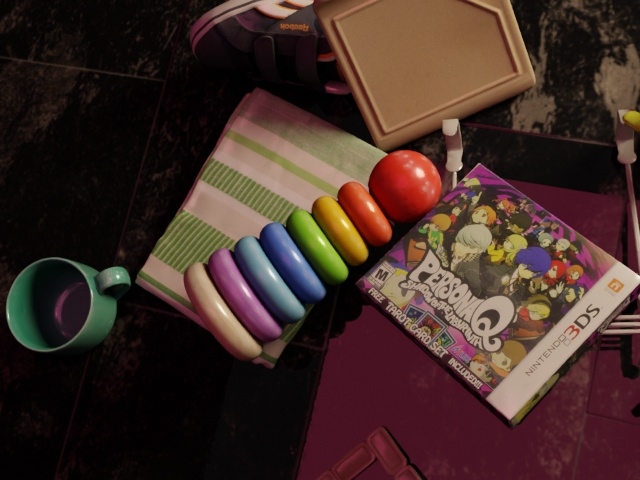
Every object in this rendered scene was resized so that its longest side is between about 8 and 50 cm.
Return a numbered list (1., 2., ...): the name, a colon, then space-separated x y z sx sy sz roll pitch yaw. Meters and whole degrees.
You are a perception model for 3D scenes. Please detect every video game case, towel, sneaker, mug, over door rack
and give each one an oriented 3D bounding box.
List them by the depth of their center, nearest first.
1. video game case: 0.191 0.052 0.893 0.210 0.042 0.232 -43 60 -9
2. over door rack: 0.269 0.005 0.981 0.240 0.108 0.324 -2 64 14
3. sneaker: -0.021 -0.265 1.093 0.321 0.126 0.127 -11 70 11
4. towel: -0.078 -0.022 1.098 0.248 0.038 0.324 31 90 18
5. mug: -0.336 0.095 1.116 0.158 0.097 0.129 7 80 15

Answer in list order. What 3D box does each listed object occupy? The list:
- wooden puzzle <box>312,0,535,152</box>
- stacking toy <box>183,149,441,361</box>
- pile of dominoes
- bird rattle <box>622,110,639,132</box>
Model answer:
1. wooden puzzle: 0.133 -0.246 1.015 0.221 0.238 0.044 -23 35 10
2. stacking toy: 0.000 0.000 0.992 0.330 0.141 0.141 -36 72 2
3. pile of dominoes: 0.076 0.387 0.990 0.196 0.040 0.251 -39 63 5
4. bird rattle: 0.494 -0.138 0.917 0.253 0.143 0.207 33 62 -1
